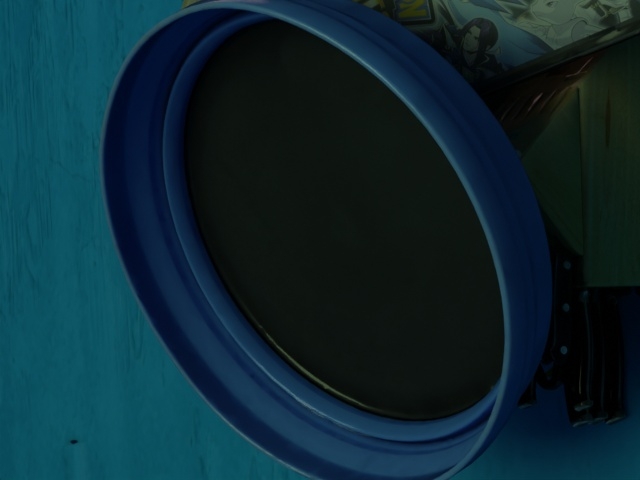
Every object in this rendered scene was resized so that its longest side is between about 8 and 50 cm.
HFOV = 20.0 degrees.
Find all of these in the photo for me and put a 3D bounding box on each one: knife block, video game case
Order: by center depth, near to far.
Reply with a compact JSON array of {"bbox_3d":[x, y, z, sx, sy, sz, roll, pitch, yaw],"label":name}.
[{"bbox_3d":[0.087,-0.238,1.298,0.248,0.035,0.275,-21,93,25],"label":"video game case"},{"bbox_3d":[0.215,-0.007,1.364,0.088,0.242,0.275,-5,40,54],"label":"knife block"}]

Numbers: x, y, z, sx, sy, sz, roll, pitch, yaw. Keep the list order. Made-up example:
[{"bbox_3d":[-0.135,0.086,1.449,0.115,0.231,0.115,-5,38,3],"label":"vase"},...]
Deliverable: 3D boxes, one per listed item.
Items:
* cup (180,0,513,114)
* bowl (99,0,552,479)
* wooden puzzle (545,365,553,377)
[{"bbox_3d":[0.020,-0.144,1.501,0.331,0.237,0.331,-2,88,56],"label":"cup"},{"bbox_3d":[0.000,0.000,1.334,0.391,0.077,0.391,23,128,33],"label":"bowl"},{"bbox_3d":[0.191,0.057,1.439,0.078,0.014,0.116,0,89,51],"label":"wooden puzzle"}]
